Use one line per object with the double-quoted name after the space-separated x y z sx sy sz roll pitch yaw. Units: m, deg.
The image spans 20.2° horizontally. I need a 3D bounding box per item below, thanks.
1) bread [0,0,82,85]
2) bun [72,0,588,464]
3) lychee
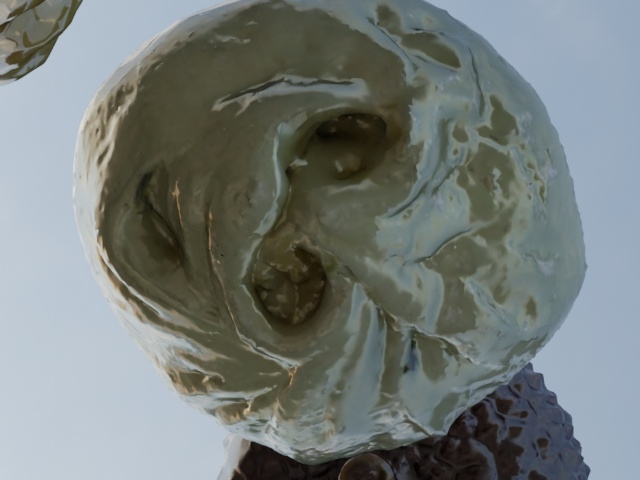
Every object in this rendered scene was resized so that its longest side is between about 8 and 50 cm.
-0.153 -0.106 0.347 0.244 0.244 0.134 -10 -106 31 "bread"
0.000 0.000 0.770 0.231 0.133 0.231 3 -66 7 "bun"
0.054 0.163 1.093 0.236 0.271 0.236 -7 -110 19 "lychee"
